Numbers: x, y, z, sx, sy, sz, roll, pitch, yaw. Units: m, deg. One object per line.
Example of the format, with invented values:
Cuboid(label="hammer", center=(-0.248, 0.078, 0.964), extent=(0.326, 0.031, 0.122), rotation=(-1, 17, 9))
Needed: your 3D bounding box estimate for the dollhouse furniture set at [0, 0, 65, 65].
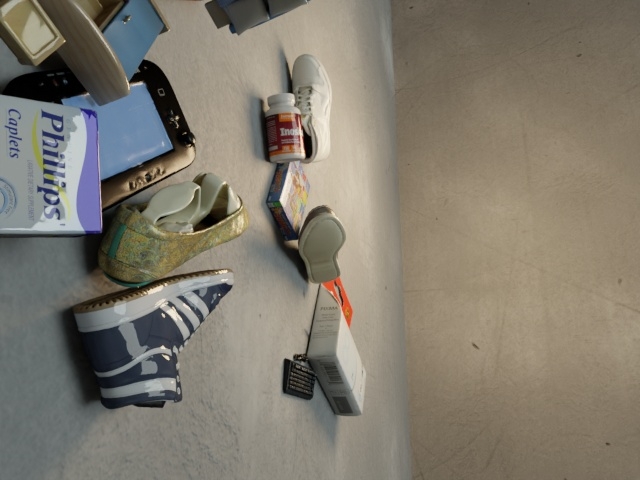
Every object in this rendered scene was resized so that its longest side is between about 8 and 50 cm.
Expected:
Cuboid(label="dollhouse furniture set", center=(-0.355, -0.204, 0.451), extent=(0.161, 0.101, 0.182), rotation=(-56, 144, -26))

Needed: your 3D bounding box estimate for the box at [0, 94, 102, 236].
Cuboid(label="box", center=(-0.287, -0.066, 0.504), extent=(0.137, 0.072, 0.126), rotation=(-1, 86, -44))

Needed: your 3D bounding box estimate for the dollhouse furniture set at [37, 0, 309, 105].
Cuboid(label="dollhouse furniture set", center=(-0.166, -0.344, 0.603), extent=(0.198, 0.303, 0.286), rotation=(-88, 156, -46))

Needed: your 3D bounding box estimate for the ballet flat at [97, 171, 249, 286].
Cuboid(label="ballet flat", center=(-0.188, -0.041, 0.796), extent=(0.348, 0.123, 0.123), rotation=(-44, 126, -65))

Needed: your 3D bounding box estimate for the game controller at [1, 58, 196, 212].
Cuboid(label="game controller", center=(-0.265, -0.143, 0.698), extent=(0.319, 0.067, 0.166), rotation=(-57, 138, -64))

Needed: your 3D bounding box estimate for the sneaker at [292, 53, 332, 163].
Cuboid(label="sneaker", center=(-0.032, -0.348, 1.424), extent=(0.169, 0.108, 0.292), rotation=(-48, 131, -71))

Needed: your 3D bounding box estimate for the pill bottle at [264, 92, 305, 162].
Cuboid(label="pill bottle", center=(-0.085, -0.263, 1.264), extent=(0.086, 0.086, 0.152), rotation=(-13, 96, -72))

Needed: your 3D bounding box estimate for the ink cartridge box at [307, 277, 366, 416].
Cuboid(label="ink cartridge box", center=(0.072, 0.269, 1.587), extent=(0.385, 0.091, 0.308), rotation=(-77, 154, -43))

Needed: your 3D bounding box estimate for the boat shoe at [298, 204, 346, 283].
Cuboid(label="boat shoe", center=(0.000, 0.000, 1.343), extent=(0.324, 0.117, 0.096), rotation=(84, -6, -61))

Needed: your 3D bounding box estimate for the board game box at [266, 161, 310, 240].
Cuboid(label="board game box", center=(-0.075, -0.117, 1.333), extent=(0.201, 0.035, 0.136), rotation=(-79, 156, -42))

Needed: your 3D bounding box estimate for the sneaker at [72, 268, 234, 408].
Cuboid(label="sneaker", center=(-0.205, 0.130, 0.740), extent=(0.282, 0.099, 0.153), rotation=(-18, 97, -65))

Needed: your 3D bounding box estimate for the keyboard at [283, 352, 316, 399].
Cuboid(label="keyboard", center=(-0.046, 0.325, 1.308), extent=(0.180, 0.023, 0.108), rotation=(50, 38, -62))
